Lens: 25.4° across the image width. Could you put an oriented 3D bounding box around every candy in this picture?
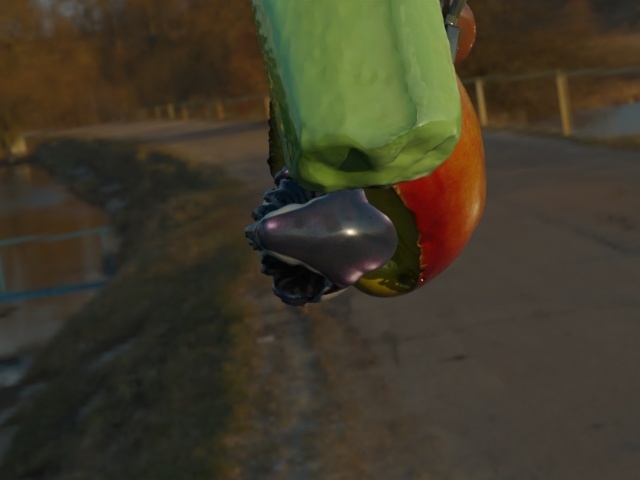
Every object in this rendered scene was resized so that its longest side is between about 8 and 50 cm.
[{"bbox_3d":[0.014,-0.205,1.103,0.132,0.343,0.142,-7,-16,-17],"label":"candy"}]

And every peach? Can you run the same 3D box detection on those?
[{"bbox_3d":[0.088,-0.113,1.835,0.306,0.380,0.242,38,59,26],"label":"peach"}]

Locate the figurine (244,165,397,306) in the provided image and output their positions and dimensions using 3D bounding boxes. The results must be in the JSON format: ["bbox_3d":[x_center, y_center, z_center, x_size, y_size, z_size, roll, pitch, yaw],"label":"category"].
[{"bbox_3d":[0.000,0.000,1.387,0.145,0.145,0.222,-9,1,1],"label":"figurine"}]

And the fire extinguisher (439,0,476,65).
[{"bbox_3d":[0.149,-0.347,2.064,0.113,0.200,0.376,-3,18,-9],"label":"fire extinguisher"}]
